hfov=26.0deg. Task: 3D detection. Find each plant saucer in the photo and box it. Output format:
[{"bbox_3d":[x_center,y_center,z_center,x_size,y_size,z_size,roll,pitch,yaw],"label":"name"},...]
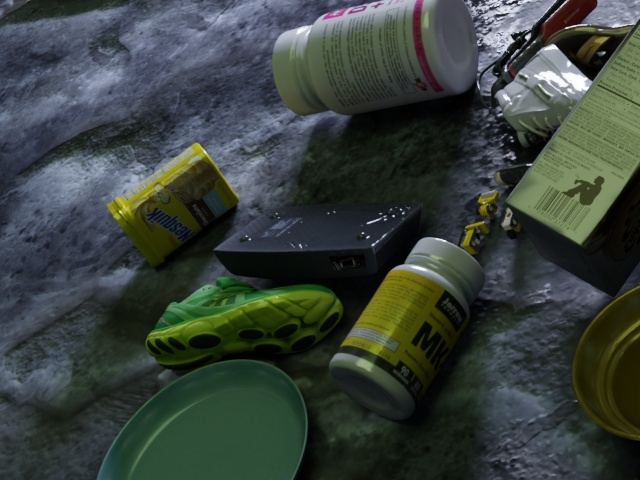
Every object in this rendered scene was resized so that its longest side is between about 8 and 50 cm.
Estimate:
[{"bbox_3d":[-0.148,0.292,1.773,0.317,0.044,0.317,-20,42,19],"label":"plant saucer"}]

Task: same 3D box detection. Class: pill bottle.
[{"bbox_3d":[0.080,-0.276,2.090,0.283,0.160,0.160,-8,46,31],"label":"pill bottle"},{"bbox_3d":[0.110,0.105,1.709,0.119,0.119,0.208,11,58,43],"label":"pill bottle"}]

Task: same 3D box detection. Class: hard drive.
[{"bbox_3d":[0.000,0.000,1.902,0.254,0.054,0.172,-1,23,32],"label":"hard drive"}]

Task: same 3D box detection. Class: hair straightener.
[{"bbox_3d":[0.306,-0.280,2.033,0.230,0.047,0.089,-50,21,-9],"label":"hair straightener"}]

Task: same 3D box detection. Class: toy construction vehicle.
[{"bbox_3d":[0.233,-0.025,1.826,0.086,0.035,0.098,-16,39,40],"label":"toy construction vehicle"}]

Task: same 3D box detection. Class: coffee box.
[{"bbox_3d":[0.367,-0.105,1.638,0.119,0.168,0.297,33,83,33],"label":"coffee box"}]

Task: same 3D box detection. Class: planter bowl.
[{"bbox_3d":[0.387,0.146,1.484,0.217,0.090,0.217,-21,40,19],"label":"planter bowl"}]

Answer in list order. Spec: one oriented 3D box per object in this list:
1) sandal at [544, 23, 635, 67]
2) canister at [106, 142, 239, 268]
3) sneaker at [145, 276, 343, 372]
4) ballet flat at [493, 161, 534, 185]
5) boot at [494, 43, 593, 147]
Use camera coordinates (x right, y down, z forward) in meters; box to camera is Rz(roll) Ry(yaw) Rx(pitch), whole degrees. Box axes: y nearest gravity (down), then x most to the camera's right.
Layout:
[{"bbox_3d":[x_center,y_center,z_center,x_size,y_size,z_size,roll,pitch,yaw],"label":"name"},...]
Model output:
[{"bbox_3d":[0.393,-0.266,1.932,0.180,0.072,0.049,2,73,33],"label":"sandal"},{"bbox_3d":[-0.223,-0.055,2.120,0.170,0.126,0.073,-37,38,-4],"label":"canister"},{"bbox_3d":[-0.108,0.094,1.893,0.295,0.109,0.123,-12,45,26],"label":"sneaker"},{"bbox_3d":[0.299,-0.080,1.818,0.173,0.049,0.057,0,8,43],"label":"ballet flat"},{"bbox_3d":[0.325,-0.160,1.862,0.123,0.095,0.258,-42,33,10],"label":"boot"}]
